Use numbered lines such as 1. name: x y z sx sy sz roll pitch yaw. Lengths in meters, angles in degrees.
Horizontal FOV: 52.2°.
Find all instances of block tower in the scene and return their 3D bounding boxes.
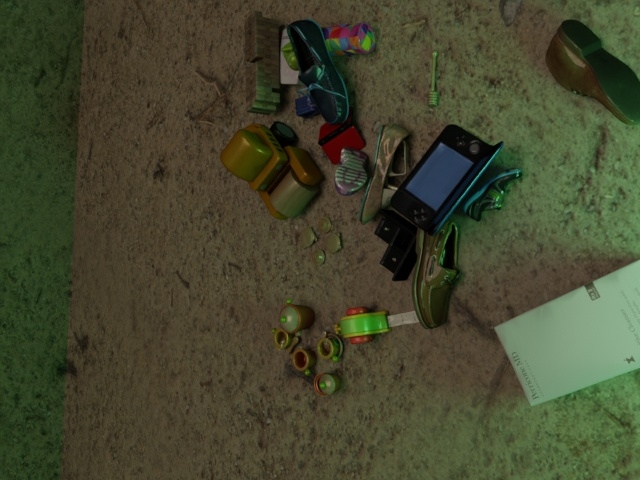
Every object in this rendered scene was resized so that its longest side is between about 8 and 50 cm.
1. block tower: -0.200 -0.608 2.244 0.091 0.097 0.335 -16 75 57

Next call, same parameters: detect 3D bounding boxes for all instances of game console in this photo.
1. game console: 0.071 -0.337 2.097 0.144 0.085 0.124 -28 40 36
2. game console: 0.323 -0.170 1.727 0.250 0.173 0.293 41 96 34

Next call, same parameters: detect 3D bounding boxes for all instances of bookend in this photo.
1. bookend: 0.214 0.012 1.927 0.157 0.072 0.156 40 114 34

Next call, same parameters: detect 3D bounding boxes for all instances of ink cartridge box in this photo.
1. ink cartridge box: -0.132 -0.632 2.253 0.233 0.066 0.188 14 98 36

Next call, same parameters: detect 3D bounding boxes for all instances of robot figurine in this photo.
1. robot figurine: -0.082 -0.599 2.122 0.067 0.101 0.115 -28 54 9

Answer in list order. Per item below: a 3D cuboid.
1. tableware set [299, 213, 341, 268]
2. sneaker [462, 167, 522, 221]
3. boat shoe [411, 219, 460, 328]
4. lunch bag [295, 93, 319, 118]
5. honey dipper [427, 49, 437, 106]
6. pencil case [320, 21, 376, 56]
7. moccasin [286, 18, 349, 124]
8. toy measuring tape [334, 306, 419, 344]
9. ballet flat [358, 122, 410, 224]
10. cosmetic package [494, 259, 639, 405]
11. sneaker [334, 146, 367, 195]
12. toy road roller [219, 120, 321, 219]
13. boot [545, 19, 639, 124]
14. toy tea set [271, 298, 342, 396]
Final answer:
1. tableware set: 0.000 0.000 2.145 0.169 0.020 0.141 -38 64 35
2. sneaker: 0.464 -0.123 1.733 0.078 0.067 0.188 48 118 7
3. boat shoe: 0.325 0.094 1.805 0.105 0.111 0.307 -3 87 42
4. lunch bag: -0.039 -0.439 2.157 0.099 0.067 0.065 -11 81 41
5. honey dipper: 0.323 -0.467 1.877 0.031 0.031 0.160 -1 85 41
6. pencil case: 0.061 -0.636 2.060 0.237 0.104 0.104 13 97 39
7. moccasin: -0.026 -0.514 2.030 0.138 0.117 0.341 -28 84 45
8. toy measuring tape: 0.163 0.244 1.938 0.330 0.121 0.121 -16 79 39
9. ballet flat: 0.197 -0.187 1.935 0.106 0.107 0.315 16 102 12
10. cosmetic package: 0.630 0.215 1.512 0.385 0.156 0.217 -36 68 33
11. sneaker: 0.085 -0.188 1.981 0.095 0.236 0.104 20 124 -4
12. toy road roller: -0.180 -0.241 2.159 0.202 0.241 0.329 -48 60 29
13. boot: 0.657 -0.381 1.564 0.305 0.112 0.115 59 153 20
14. toy tea set: -0.051 0.350 2.110 0.336 0.124 0.200 42 115 33
